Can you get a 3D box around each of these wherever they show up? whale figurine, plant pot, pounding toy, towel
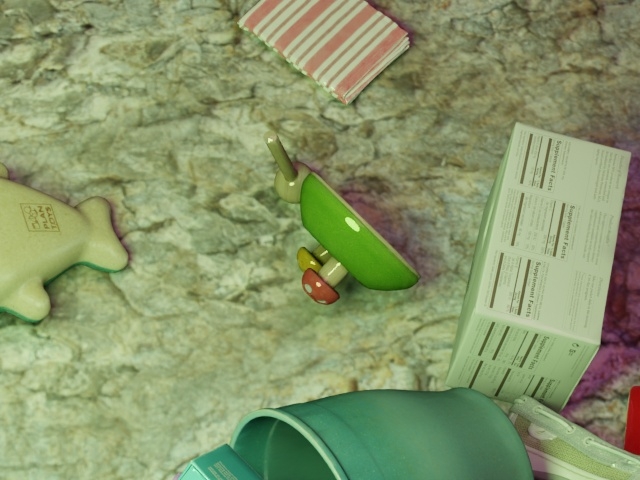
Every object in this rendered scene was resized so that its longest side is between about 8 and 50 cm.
[{"bbox_3d":[-0.366,0.011,1.762,0.272,0.141,0.216,-4,60,-38],"label":"whale figurine"},{"bbox_3d":[0.077,0.273,1.598,0.255,0.272,0.272,-16,64,-31],"label":"plant pot"},{"bbox_3d":[0.000,0.000,1.799,0.110,0.183,0.237,-46,74,1],"label":"pounding toy"},{"bbox_3d":[0.005,-0.278,2.013,0.197,0.029,0.144,38,63,15],"label":"towel"}]

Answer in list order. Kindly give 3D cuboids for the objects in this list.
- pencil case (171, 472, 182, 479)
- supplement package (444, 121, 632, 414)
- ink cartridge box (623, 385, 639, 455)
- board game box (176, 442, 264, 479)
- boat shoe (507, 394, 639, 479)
[{"bbox_3d":[-0.111,0.343,1.572,0.088,0.086,0.206,0,96,9],"label":"pencil case"},{"bbox_3d":[0.256,0.036,1.772,0.145,0.204,0.262,15,60,3],"label":"supplement package"},{"bbox_3d":[0.483,0.303,1.702,0.271,0.130,0.310,11,61,0],"label":"ink cartridge box"},{"bbox_3d":[-0.112,0.406,1.465,0.254,0.336,0.079,43,22,13],"label":"board game box"},{"bbox_3d":[0.326,0.252,1.647,0.320,0.118,0.103,13,66,42],"label":"boat shoe"}]
